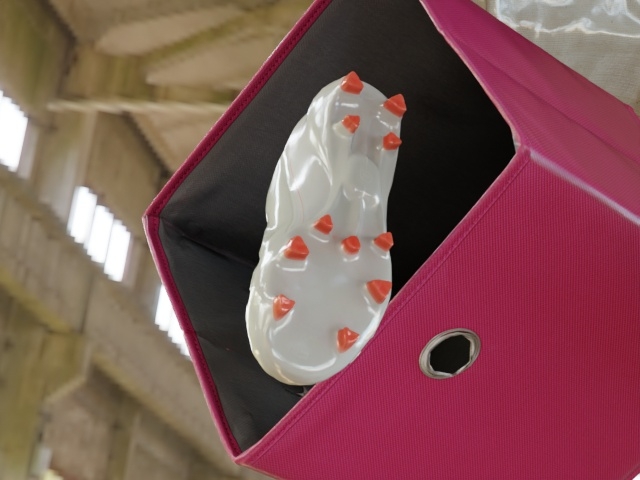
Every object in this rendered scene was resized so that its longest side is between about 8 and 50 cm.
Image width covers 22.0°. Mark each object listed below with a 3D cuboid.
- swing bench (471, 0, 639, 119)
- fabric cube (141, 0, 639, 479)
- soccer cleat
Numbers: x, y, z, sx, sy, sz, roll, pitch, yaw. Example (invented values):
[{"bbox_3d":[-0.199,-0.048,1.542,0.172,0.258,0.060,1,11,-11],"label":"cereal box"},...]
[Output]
[{"bbox_3d":[0.182,-0.167,1.592,0.253,0.165,0.254,1,-8,-28],"label":"swing bench"},{"bbox_3d":[0.084,0.017,1.038,0.258,0.259,0.254,29,-68,-35],"label":"fabric cube"},{"bbox_3d":[0.000,0.000,0.826,0.068,0.196,0.076,28,-42,-15],"label":"soccer cleat"}]
